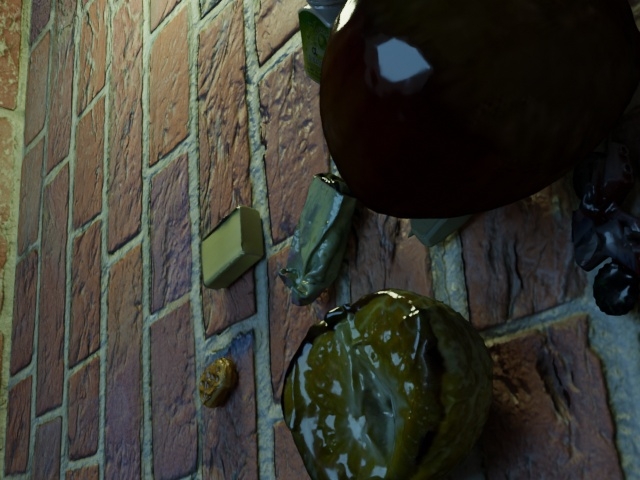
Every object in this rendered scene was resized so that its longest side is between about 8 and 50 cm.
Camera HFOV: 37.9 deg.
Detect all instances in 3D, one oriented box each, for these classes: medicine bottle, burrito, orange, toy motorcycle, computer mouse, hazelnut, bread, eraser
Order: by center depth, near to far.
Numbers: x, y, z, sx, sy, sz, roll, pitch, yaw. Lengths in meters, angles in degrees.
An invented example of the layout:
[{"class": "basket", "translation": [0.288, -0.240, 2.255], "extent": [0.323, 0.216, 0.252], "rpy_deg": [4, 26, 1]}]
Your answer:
[{"class": "toy motorcycle", "translation": [0.360, -0.021, 1.121], "extent": [0.122, 0.082, 0.213], "rpy_deg": [-32, 56, 49]}, {"class": "hazelnut", "translation": [0.181, -0.207, 1.173], "extent": [0.421, 0.353, 0.421], "rpy_deg": [-47, 10, 11]}, {"class": "orange", "translation": [0.109, 0.222, 1.306], "extent": [0.368, 0.210, 0.271], "rpy_deg": [-34, 55, 44]}, {"class": "computer mouse", "translation": [0.193, -0.056, 1.402], "extent": [0.182, 0.056, 0.089], "rpy_deg": [-51, 39, 38]}, {"class": "burrito", "translation": [0.000, 0.000, 1.647], "extent": [0.144, 0.089, 0.229], "rpy_deg": [-136, 63, -68]}, {"class": "medicine bottle", "translation": [0.024, -0.373, 1.648], "extent": [0.132, 0.088, 0.188], "rpy_deg": [41, 145, 53]}, {"class": "bread", "translation": [-0.211, 0.289, 1.907], "extent": [0.111, 0.044, 0.083], "rpy_deg": [-54, 37, 30]}, {"class": "eraser", "translation": [-0.186, 0.017, 1.936], "extent": [0.172, 0.058, 0.117], "rpy_deg": [-39, 50, 44]}]
